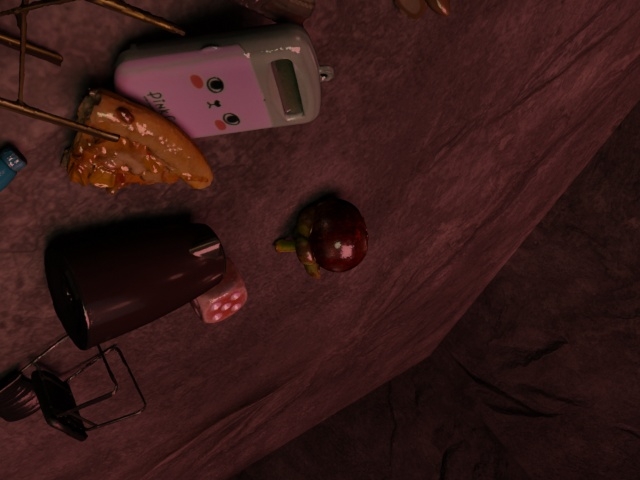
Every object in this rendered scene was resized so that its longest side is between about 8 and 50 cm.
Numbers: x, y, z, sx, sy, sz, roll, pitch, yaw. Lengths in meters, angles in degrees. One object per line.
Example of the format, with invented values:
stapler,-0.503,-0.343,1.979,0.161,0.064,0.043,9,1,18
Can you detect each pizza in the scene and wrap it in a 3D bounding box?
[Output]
pizza,-0.230,-0.100,0.584,0.162,0.062,0.182,-10,157,10

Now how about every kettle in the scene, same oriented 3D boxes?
kettle,-0.264,0.060,0.750,0.232,0.143,0.202,-18,166,-40

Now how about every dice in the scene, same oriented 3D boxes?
dice,-0.193,0.088,0.917,0.094,0.093,0.091,-25,150,-25

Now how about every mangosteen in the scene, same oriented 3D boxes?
mangosteen,0.007,-0.001,0.987,0.182,0.155,0.146,-11,-179,-16

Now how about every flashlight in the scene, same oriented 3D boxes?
flashlight,-0.372,-0.054,0.526,0.129,0.051,0.051,-38,153,-8

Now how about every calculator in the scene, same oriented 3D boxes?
calculator,-0.107,-0.176,0.572,0.247,0.045,0.141,-7,155,3

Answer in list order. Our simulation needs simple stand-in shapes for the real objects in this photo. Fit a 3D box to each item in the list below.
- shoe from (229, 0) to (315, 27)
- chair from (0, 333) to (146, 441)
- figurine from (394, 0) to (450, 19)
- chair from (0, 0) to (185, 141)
shoe,-0.083,-0.303,0.447,0.293,0.109,0.149,-3,134,-55
chair,-0.438,0.267,0.835,0.221,0.145,0.140,-30,151,-15
figurine,0.201,-0.381,0.602,0.247,0.173,0.177,-47,153,14
chair,-0.275,-0.186,0.334,0.160,0.170,0.326,-46,159,20
